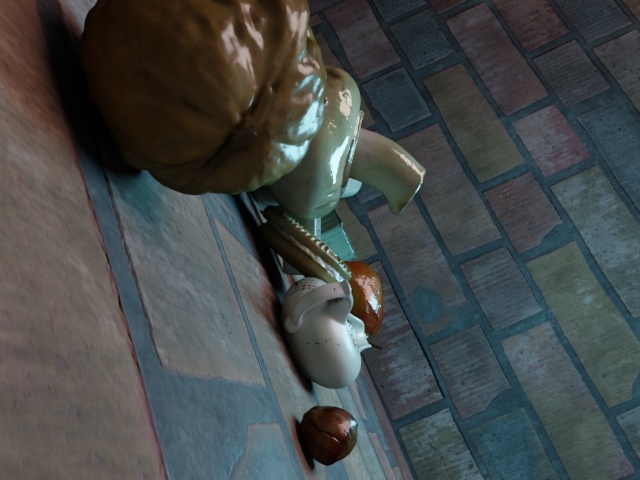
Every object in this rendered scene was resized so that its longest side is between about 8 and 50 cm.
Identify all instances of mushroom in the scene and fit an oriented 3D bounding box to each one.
[{"bbox_3d":[0.008,-0.176,1.166,0.356,0.315,0.315,54,7,-27],"label":"mushroom"}]

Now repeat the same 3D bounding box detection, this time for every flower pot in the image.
[{"bbox_3d":[0.000,0.000,1.890,0.209,0.189,0.239,-109,173,-65],"label":"flower pot"}]

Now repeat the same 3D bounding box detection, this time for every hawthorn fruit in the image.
[{"bbox_3d":[0.075,0.183,1.421,0.263,0.210,0.211,65,1,33],"label":"hawthorn fruit"}]

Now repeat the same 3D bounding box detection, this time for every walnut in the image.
[{"bbox_3d":[-0.113,-0.168,0.544,0.224,0.257,0.257,18,37,-41],"label":"walnut"}]

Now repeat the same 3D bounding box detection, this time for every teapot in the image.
[{"bbox_3d":[0.013,0.159,1.003,0.300,0.165,0.209,84,-4,-63],"label":"teapot"}]

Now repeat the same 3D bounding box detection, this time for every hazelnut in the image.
[{"bbox_3d":[0.011,0.265,0.765,0.086,0.086,0.086,-24,90,-88],"label":"hazelnut"}]

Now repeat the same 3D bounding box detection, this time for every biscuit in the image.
[{"bbox_3d":[-0.035,0.026,1.182,0.259,0.079,0.259,39,-4,4],"label":"biscuit"}]

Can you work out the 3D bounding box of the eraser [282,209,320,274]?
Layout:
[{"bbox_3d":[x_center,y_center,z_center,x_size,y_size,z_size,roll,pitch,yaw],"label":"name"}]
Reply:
[{"bbox_3d":[-0.045,-0.094,1.340,0.061,0.089,0.353,-7,97,-76],"label":"eraser"}]

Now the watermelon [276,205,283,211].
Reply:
[{"bbox_3d":[-0.111,-0.133,1.704,0.213,0.201,0.262,57,50,-78],"label":"watermelon"}]

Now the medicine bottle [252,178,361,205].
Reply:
[{"bbox_3d":[-0.038,-0.229,1.506,0.374,0.122,0.283,-11,91,-46],"label":"medicine bottle"}]
